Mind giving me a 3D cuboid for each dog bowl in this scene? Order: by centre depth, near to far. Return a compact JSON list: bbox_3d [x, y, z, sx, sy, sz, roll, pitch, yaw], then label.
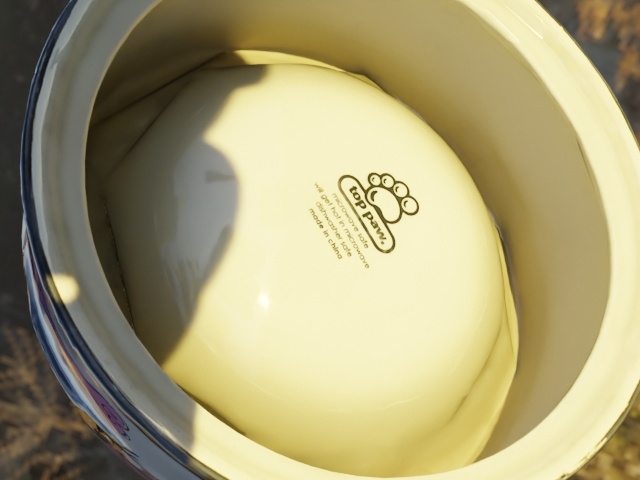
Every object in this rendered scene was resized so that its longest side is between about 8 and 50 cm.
[{"bbox_3d":[0.000,0.000,1.074,0.150,0.408,0.408,133,153,-58],"label":"dog bowl"}]
